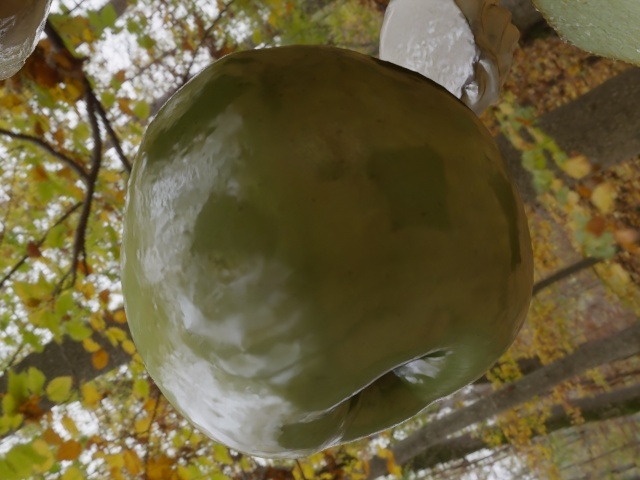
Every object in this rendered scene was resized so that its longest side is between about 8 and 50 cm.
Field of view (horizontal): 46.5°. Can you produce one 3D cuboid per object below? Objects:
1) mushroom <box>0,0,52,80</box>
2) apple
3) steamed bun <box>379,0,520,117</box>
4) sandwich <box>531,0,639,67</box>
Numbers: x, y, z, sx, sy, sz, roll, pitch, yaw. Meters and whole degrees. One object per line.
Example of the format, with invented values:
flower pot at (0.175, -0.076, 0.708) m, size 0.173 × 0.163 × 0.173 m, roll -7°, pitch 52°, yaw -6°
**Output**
mushroom at (-0.355, -0.358, 0.681) m, size 0.313 × 0.224 × 0.398 m, roll 11°, pitch -114°, yaw -24°
apple at (0.000, 0.000, 0.648) m, size 0.357 × 0.357 × 0.357 m, roll 48°, pitch -158°, yaw -27°
steamed bun at (0.153, -0.222, 0.864) m, size 0.106 × 0.183 × 0.183 m, roll -21°, pitch -101°, yaw -38°
sandwich at (0.201, -0.146, 0.399) m, size 0.186 × 0.065 × 0.214 m, roll 30°, pitch -177°, yaw -44°
